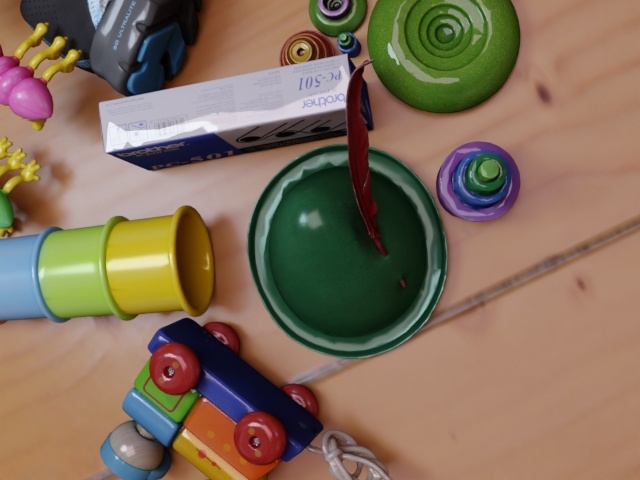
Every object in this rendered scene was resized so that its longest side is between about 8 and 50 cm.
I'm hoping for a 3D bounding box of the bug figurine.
[{"bbox_3d":[-0.325,-0.122,0.805,0.216,0.072,0.279,34,118,4],"label":"bug figurine"}]

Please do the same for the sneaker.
[{"bbox_3d":[-0.135,-0.298,0.794,0.139,0.125,0.341,28,93,12],"label":"sneaker"}]

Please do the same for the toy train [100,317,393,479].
[{"bbox_3d":[-0.059,0.189,0.783,0.248,0.105,0.143,37,106,10],"label":"toy train"}]

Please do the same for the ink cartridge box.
[{"bbox_3d":[-0.067,-0.102,0.788,0.207,0.097,0.046,-9,84,11],"label":"ink cartridge box"}]

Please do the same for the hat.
[{"bbox_3d":[0.000,0.000,0.723,0.173,0.183,0.208,-15,89,13],"label":"hat"}]

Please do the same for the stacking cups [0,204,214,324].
[{"bbox_3d":[-0.256,0.035,0.822,0.316,0.096,0.096,-7,87,11],"label":"stacking cups"}]

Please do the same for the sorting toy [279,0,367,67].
[{"bbox_3d":[0.004,-0.177,0.805,0.061,0.042,0.102,28,93,11],"label":"sorting toy"}]

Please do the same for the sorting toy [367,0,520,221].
[{"bbox_3d":[0.095,-0.196,0.740,0.127,0.126,0.366,-11,86,2],"label":"sorting toy"}]
